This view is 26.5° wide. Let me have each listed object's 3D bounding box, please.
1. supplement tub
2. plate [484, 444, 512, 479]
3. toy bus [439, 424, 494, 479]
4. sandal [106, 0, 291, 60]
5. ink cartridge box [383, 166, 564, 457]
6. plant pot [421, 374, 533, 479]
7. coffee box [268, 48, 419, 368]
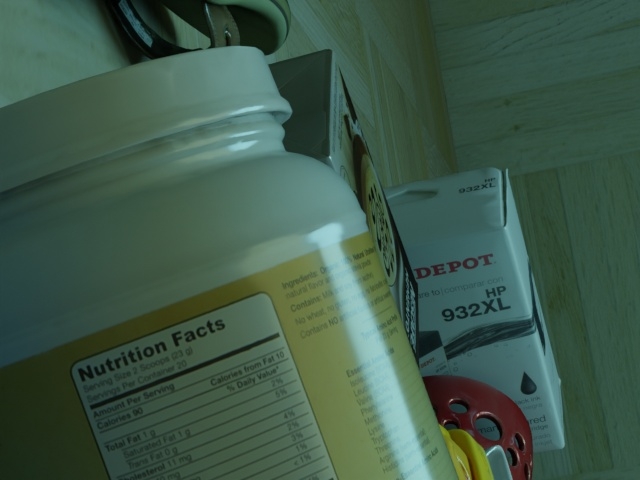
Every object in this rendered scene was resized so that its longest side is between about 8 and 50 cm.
[{"bbox_3d":[-0.061,0.096,0.597,0.228,0.228,0.316,-17,87,-78],"label":"supplement tub"},{"bbox_3d":[0.104,0.370,1.275,0.278,0.045,0.277,-41,128,-31],"label":"plate"},{"bbox_3d":[-0.019,0.160,0.822,0.149,0.220,0.211,-95,160,-44],"label":"toy bus"},{"bbox_3d":[-0.110,-0.172,1.001,0.303,0.120,0.086,4,102,-75],"label":"sandal"},{"bbox_3d":[0.131,0.097,1.504,0.129,0.223,0.307,-81,156,-57],"label":"ink cartridge box"},{"bbox_3d":[0.130,0.265,1.428,0.174,0.191,0.191,-81,157,-54],"label":"plant pot"},{"bbox_3d":[0.000,0.000,1.251,0.168,0.118,0.297,-88,161,-49],"label":"coffee box"}]
